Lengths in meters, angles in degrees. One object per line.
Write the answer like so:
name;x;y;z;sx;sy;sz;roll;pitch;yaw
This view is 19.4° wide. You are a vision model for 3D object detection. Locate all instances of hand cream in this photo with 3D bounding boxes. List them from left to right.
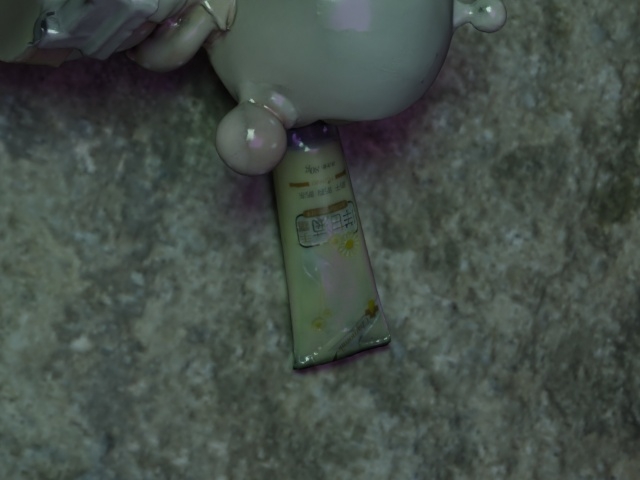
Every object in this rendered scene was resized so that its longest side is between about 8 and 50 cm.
hand cream;0.000;0.000;1.050;0.061;0.039;0.143;-17;105;-22

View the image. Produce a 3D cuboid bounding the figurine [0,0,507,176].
figurine;-0.031;-0.140;0.980;0.257;0.182;0.144;6;134;-28
